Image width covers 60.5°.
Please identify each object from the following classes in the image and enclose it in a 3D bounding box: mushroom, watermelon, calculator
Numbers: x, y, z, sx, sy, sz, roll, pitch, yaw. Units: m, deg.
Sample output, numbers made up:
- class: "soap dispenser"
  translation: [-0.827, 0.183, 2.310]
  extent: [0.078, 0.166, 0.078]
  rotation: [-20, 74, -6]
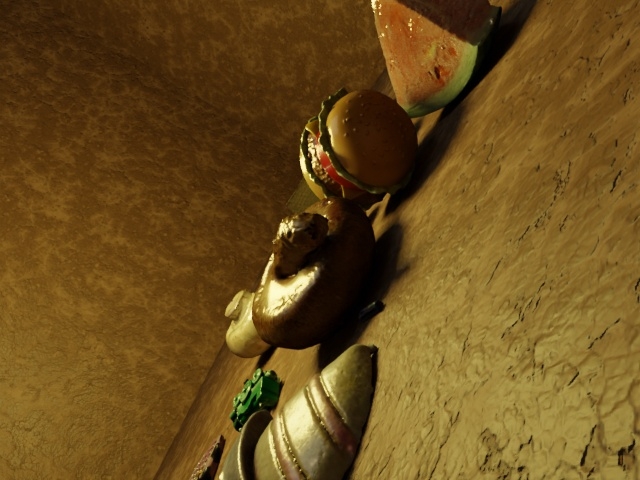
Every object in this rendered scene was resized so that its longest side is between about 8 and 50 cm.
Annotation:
- class: "mushroom"
  translation: [-0.210, 0.257, 1.733]
  extent: [0.255, 0.184, 0.255]
  rotation: [-43, 23, 23]
- class: "watermelon"
  translation: [0.251, -0.423, 1.240]
  extent: [0.283, 0.292, 0.251]
  rotation: [174, 97, -79]
- class: "calculator"
  translation: [-0.337, 0.669, 1.517]
  extent: [0.194, 0.043, 0.294]
  rotation: [-57, 5, 23]
- class: "mushroom"
  translation: [-0.018, 0.073, 1.161]
  extent: [0.345, 0.239, 0.345]
  rotation: [-41, -1, -1]

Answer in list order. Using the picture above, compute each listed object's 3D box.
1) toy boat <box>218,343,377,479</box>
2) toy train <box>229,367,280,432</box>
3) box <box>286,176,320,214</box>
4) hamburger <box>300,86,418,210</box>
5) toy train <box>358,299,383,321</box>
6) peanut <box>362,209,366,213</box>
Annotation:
- class: "toy boat"
  translation: [-0.038, 0.310, 0.808]
  extent: [0.293, 0.111, 0.276]
  rotation: [-44, 21, 25]
- class: "toy train"
  translation: [-0.159, 0.393, 1.338]
  extent: [0.178, 0.071, 0.105]
  rotation: [-53, 21, 27]
- class: "box"
  translation: [0.036, -0.172, 1.737]
  extent: [0.184, 0.143, 0.273]
  rotation: [-38, -9, -42]
- class: "hamburger"
  translation: [0.099, -0.216, 1.264]
  extent: [0.212, 0.274, 0.275]
  rotation: [-35, 24, 54]
- class: "toy train"
  translation: [0.086, 0.128, 0.985]
  extent: [0.017, 0.017, 0.083]
  rotation: [-63, 9, -32]
- class: "peanut"
  translation: [0.031, 0.000, 1.436]
  extent: [0.257, 0.123, 0.123]
  rotation: [-60, 8, 12]
